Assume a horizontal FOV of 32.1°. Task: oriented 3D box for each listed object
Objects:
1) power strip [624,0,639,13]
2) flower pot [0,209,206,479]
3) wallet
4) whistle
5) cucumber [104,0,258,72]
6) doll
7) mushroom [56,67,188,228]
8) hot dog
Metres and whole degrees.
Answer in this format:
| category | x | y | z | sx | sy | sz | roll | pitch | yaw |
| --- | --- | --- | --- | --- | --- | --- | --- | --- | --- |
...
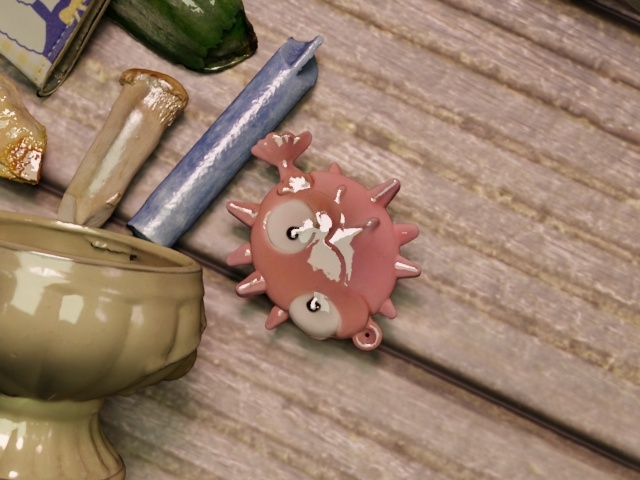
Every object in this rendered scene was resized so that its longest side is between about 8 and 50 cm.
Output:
| category | x | y | z | sx | sy | sz | roll | pitch | yaw |
| --- | --- | --- | --- | --- | --- | --- | --- | --- | --- |
| power strip | 0.329 | -0.315 | 1.280 | 0.216 | 0.145 | 0.061 | 26 | 73 | -33 |
| flower pot | -0.273 | 0.110 | 1.093 | 0.308 | 0.307 | 0.244 | 13 | 95 | 0 |
| wallet | -0.370 | -0.343 | 1.250 | 0.309 | 0.077 | 0.223 | 40 | 109 | 5 |
| whistle | -0.098 | -0.112 | 1.255 | 0.062 | 0.062 | 0.304 | 38 | 78 | 6 |
| cucumber | -0.206 | -0.329 | 1.280 | 0.145 | 0.105 | 0.325 | -38 | 84 | -11 |
| doll | 0.000 | 0.000 | 1.216 | 0.211 | 0.093 | 0.261 | -18 | 82 | -1 |
| mushroom | -0.229 | -0.098 | 1.244 | 0.084 | 0.071 | 0.209 | 29 | 81 | 9 |
| hot dog | -0.353 | -0.127 | 1.244 | 0.078 | 0.061 | 0.169 | -31 | 81 | -10 |
